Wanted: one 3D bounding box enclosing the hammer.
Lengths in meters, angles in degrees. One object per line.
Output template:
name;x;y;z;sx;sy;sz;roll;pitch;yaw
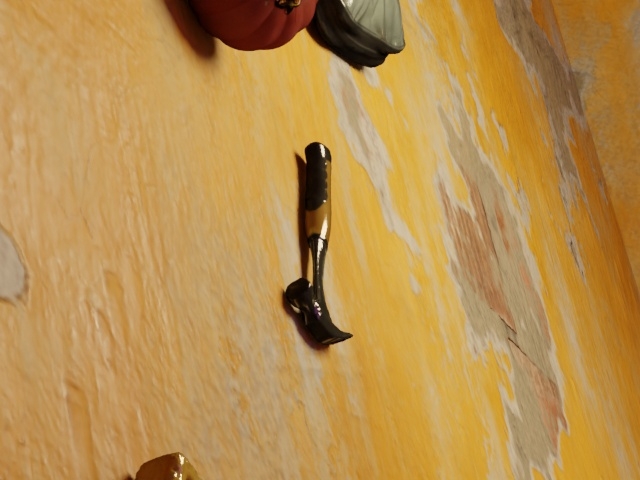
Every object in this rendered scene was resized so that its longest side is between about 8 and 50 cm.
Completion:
hammer;0.000;0.000;1.324;0.201;0.021;0.078;-89;154;-48

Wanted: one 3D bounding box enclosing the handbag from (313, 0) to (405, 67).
handbag;0.001;-0.330;1.644;0.191;0.075;0.332;15;60;-66

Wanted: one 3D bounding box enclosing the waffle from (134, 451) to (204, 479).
waffle;-0.042;0.208;0.923;0.191;0.032;0.125;56;20;-36

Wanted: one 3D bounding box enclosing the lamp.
lamp;-0.048;-0.189;1.267;0.107;0.092;0.107;-3;95;-44
